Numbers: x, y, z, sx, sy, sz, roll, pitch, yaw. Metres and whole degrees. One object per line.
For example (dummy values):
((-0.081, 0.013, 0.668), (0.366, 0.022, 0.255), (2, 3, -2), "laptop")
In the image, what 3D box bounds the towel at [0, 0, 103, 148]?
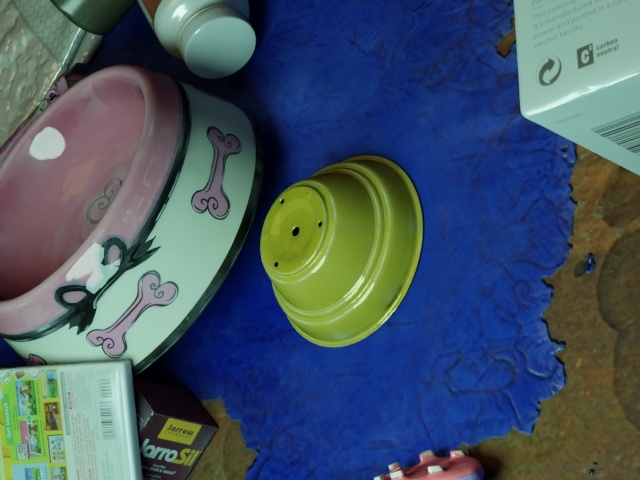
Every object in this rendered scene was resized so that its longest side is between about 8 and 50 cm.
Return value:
((-0.449, -0.276, 2.357), (0.317, 0.053, 0.332), (-55, 43, 16), "towel")

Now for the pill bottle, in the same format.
((-0.159, -0.299, 2.014), (0.121, 0.121, 0.216), (-49, 46, 21), "pill bottle")

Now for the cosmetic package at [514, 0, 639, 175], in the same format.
((0.296, -0.302, 1.466), (0.161, 0.230, 0.453), (-20, 62, 40), "cosmetic package")

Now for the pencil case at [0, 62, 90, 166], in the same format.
((-0.378, -0.104, 2.169), (0.284, 0.124, 0.124), (-43, 49, 28), "pencil case")

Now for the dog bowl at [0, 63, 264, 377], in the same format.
((-0.259, -0.029, 1.919), (0.408, 0.150, 0.408), (-32, 38, 29), "dog bowl")

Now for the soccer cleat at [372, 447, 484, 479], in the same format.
((0.066, 0.273, 1.609), (0.248, 0.083, 0.095), (-22, 89, 33), "soccer cleat")

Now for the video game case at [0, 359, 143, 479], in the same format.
((-0.296, 0.251, 1.820), (0.206, 0.026, 0.227), (-5, 92, 18), "video game case")

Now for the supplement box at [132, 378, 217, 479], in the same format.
((-0.217, 0.258, 1.873), (0.188, 0.104, 0.081), (-58, 44, 12), "supplement box")

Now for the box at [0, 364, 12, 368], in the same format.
((-0.371, 0.281, 1.976), (0.167, 0.168, 0.203), (40, 104, 46), "box")

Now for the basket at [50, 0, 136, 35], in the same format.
((-0.254, -0.414, 2.140), (0.227, 0.154, 0.204), (-40, 41, 23), "basket")

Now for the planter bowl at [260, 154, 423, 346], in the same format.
((0.000, 0.000, 1.758), (0.217, 0.090, 0.217), (-19, 62, 41), "planter bowl")
